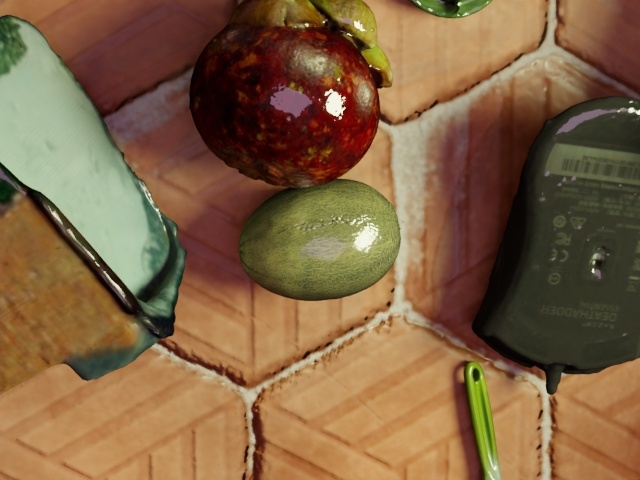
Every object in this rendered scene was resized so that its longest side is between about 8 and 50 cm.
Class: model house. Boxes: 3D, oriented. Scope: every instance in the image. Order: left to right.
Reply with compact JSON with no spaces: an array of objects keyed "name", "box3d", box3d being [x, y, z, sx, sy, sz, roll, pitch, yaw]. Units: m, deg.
[{"name":"model house","box3d":[-0.284,0.014,1.113,0.291,0.184,0.253,-32,110,14]}]

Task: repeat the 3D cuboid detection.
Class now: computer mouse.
[{"name":"computer mouse","box3d":[0.213,0.001,1.200,0.147,0.088,0.264,11,110,-7]}]

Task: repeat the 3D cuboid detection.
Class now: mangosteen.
[{"name":"mangosteen","box3d":[-0.025,-0.130,1.128,0.145,0.156,0.181,-4,72,18]}]

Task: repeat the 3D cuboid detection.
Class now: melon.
[{"name":"melon","box3d":[0.000,0.000,1.168,0.130,0.098,0.098,-10,102,-9]}]

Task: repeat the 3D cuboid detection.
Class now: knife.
[{"name":"knife","box3d":[0.144,0.191,1.265,0.022,0.026,0.184,-21,105,-44]}]

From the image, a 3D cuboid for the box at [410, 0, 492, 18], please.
[{"name":"box","box3d":[0.128,-0.348,1.074,0.252,0.178,0.329,39,94,-11]}]
